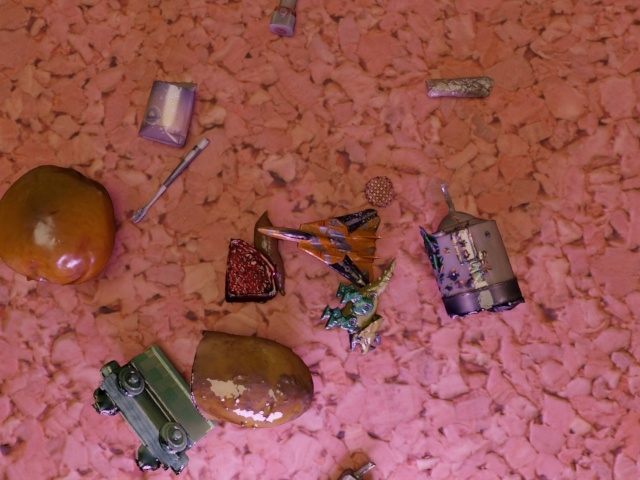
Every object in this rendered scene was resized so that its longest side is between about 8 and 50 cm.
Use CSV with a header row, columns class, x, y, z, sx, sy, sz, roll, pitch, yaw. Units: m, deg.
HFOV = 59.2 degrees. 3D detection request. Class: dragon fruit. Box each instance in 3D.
class,x,y,z,sx,sy,sz,roll,pitch,yaw
dragon fruit,-0.177,0.078,1.397,0.121,0.127,0.160,-1,82,-16

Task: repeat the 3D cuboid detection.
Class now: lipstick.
class,x,y,z,sx,sy,sz,roll,pitch,yaw
lipstick,-0.083,-0.637,1.478,0.063,0.057,0.186,12,83,3

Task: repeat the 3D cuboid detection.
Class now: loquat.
class,x,y,z,sx,sy,sz,roll,pitch,yaw
loquat,-0.626,-0.036,1.346,0.276,0.276,0.283,14,83,3

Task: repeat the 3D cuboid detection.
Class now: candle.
class,x,y,z,sx,sy,sz,roll,pitch,yaw
candle,0.346,0.024,1.344,0.188,0.187,0.330,-17,84,0

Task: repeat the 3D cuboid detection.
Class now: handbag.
class,x,y,z,sx,sy,sz,roll,pitch,yaw
handbag,-0.386,-0.335,1.447,0.117,0.095,0.173,15,94,-3

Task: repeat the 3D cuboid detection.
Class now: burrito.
class,x,y,z,sx,sy,sz,roll,pitch,yaw
burrito,0.358,-0.395,1.452,0.171,0.042,0.051,1,95,3

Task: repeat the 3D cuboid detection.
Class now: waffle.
class,x,y,z,sx,sy,sz,roll,pitch,yaw
waffle,0.152,-0.124,1.442,0.075,0.029,0.083,-1,87,2

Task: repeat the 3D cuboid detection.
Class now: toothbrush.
class,x,y,z,sx,sy,sz,roll,pitch,yaw
toothbrush,-0.390,-0.158,1.461,0.024,0.026,0.288,41,87,1

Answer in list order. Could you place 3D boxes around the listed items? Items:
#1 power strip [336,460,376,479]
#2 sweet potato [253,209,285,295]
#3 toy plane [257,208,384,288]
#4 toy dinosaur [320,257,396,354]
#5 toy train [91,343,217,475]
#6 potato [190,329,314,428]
class,x,y,z,sx,sy,sz,roll,pitch,yaw
power strip,0.043,0.654,1.366,0.093,0.053,0.288,41,87,6
sweet potato,-0.131,0.034,1.420,0.068,0.068,0.226,-14,87,0
toy plane,-0.004,0.001,1.383,0.316,0.103,0.204,9,84,-13
toy dinosaur,0.103,0.150,1.372,0.153,0.094,0.259,17,101,-17
toy train,-0.389,0.397,1.327,0.120,0.202,0.300,-41,85,17
potato,-0.148,0.334,1.326,0.266,0.229,0.229,2,85,2
